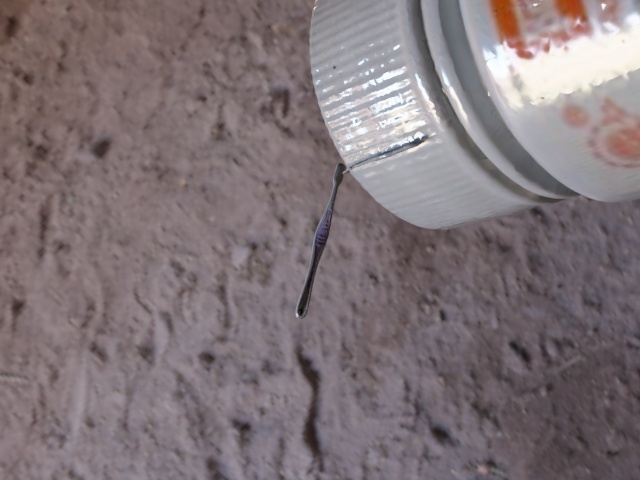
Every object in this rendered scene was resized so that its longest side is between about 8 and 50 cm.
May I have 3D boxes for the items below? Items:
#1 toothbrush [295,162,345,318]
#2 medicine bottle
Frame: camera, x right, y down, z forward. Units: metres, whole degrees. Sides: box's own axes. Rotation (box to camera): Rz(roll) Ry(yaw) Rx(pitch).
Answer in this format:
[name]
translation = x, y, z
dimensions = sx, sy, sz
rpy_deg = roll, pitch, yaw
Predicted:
[toothbrush]
translation = 0.000, 0.000, 1.015
dimensions = 0.011, 0.013, 0.131
rpy_deg = 16, 85, -3
[medicine bottle]
translation = 0.125, -0.089, 0.445
dimensions = 0.252, 0.144, 0.144
rpy_deg = -20, 42, 45
